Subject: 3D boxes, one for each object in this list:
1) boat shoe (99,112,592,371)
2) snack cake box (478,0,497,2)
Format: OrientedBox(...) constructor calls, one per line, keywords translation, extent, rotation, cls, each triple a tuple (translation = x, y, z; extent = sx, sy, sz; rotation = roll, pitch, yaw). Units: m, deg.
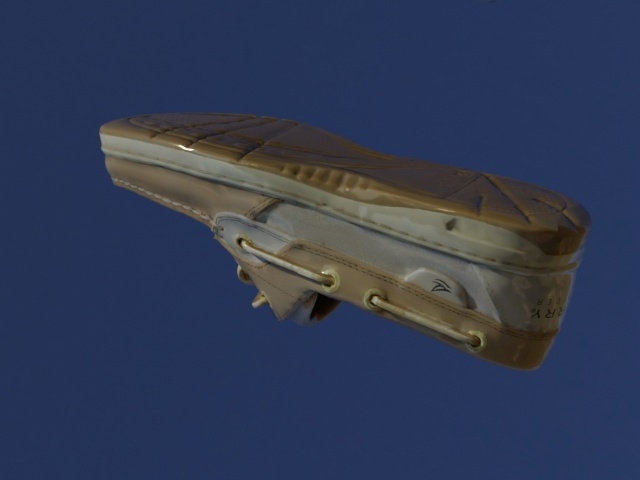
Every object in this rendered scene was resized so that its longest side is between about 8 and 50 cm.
OrientedBox(translation=(0.000, 0.000, 0.592), extent=(0.063, 0.170, 0.059), rotation=(-19, -59, -55), cls="boat shoe")
OrientedBox(translation=(0.028, -0.216, 0.527), extent=(0.152, 0.089, 0.264), rotation=(-36, -93, 14), cls="snack cake box")
